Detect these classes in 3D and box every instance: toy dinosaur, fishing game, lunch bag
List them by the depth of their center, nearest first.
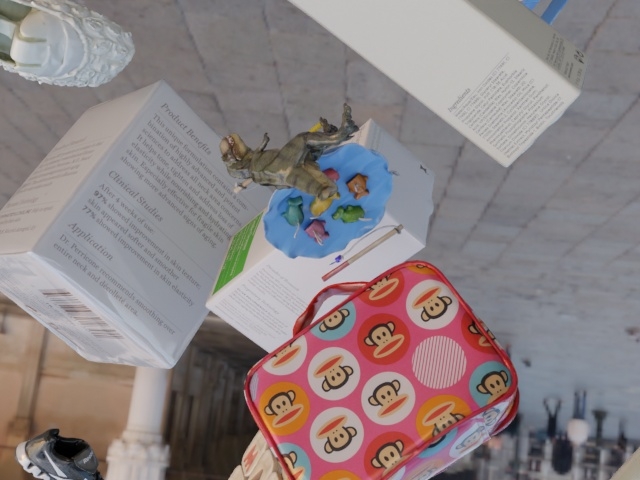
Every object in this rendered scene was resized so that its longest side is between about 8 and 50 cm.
[{"bbox_3d":[-0.017,-0.094,0.998,0.064,0.118,0.268,56,163,-27],"label":"toy dinosaur"},{"bbox_3d":[0.061,0.165,1.081,0.293,0.258,0.120,-33,150,-3],"label":"lunch bag"},{"bbox_3d":[0.018,-0.041,1.160,0.189,0.041,0.264,-34,141,2],"label":"fishing game"}]

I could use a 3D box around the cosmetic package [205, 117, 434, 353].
[{"bbox_3d":[0.000,0.000,1.463,0.155,0.197,0.365,38,124,-18],"label":"cosmetic package"}]

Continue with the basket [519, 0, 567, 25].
[{"bbox_3d":[0.226,-0.345,1.220,0.201,0.255,0.289,21,167,42],"label":"basket"}]

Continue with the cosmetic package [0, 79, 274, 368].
[{"bbox_3d":[-0.355,-0.020,1.658,0.327,0.393,0.329,-6,135,51],"label":"cosmetic package"}]

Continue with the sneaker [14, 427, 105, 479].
[{"bbox_3d":[-0.453,0.434,1.711,0.106,0.078,0.234,-40,112,18],"label":"sneaker"}]

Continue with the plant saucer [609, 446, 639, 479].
[{"bbox_3d":[0.323,0.274,0.802,0.100,0.400,0.400,42,-170,34],"label":"plant saucer"}]

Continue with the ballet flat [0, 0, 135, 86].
[{"bbox_3d":[-0.483,-0.311,1.346,0.409,0.147,0.147,16,167,-19],"label":"ballet flat"}]

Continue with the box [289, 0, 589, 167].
[{"bbox_3d":[0.109,-0.201,0.852,0.275,0.094,0.113,38,129,-6],"label":"box"}]

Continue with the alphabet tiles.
[{"bbox_3d":[-0.087,0.388,1.267,0.021,0.278,0.284,26,-167,-21],"label":"alphabet tiles"}]
